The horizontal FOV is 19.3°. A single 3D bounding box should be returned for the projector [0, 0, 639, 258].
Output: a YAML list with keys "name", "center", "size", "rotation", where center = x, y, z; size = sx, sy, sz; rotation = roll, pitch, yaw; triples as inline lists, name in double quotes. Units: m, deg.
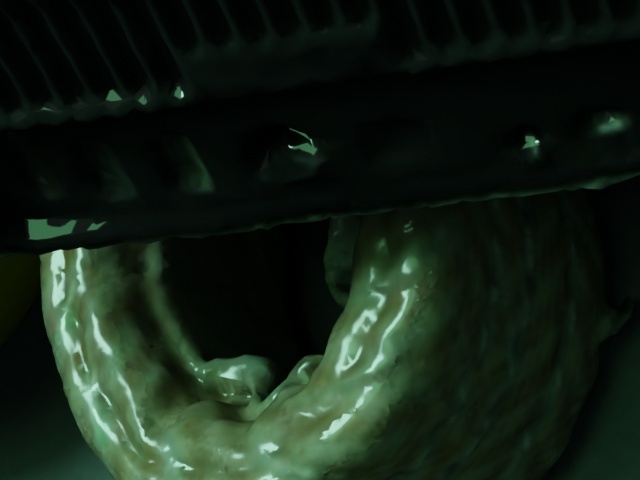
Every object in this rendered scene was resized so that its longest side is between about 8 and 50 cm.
- name: "projector"
  center: [0.000, -0.223, 0.631]
  size: [0.395, 0.242, 0.405]
  rotation: [-6, 50, 15]

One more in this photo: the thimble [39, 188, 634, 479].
- name: "thimble"
  center: [-0.002, 0.007, 0.748]
  size: [0.196, 0.148, 0.229]
  rotation: [-45, 55, 19]

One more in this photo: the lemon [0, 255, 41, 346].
- name: "lemon"
  center: [-0.242, -0.055, 0.840]
  size: [0.297, 0.297, 0.297]
  rotation: [-9, 72, 32]
